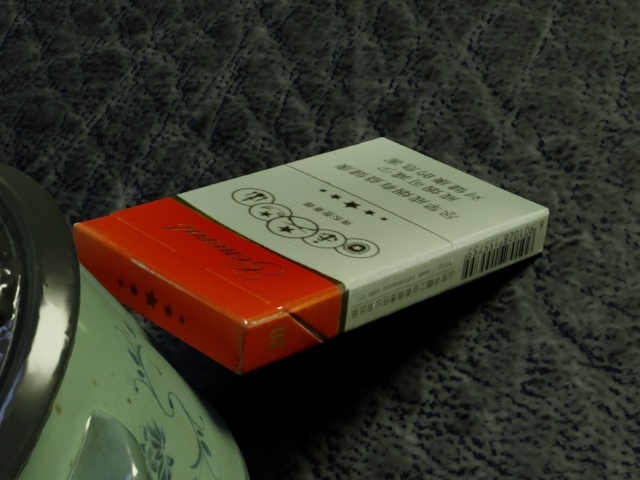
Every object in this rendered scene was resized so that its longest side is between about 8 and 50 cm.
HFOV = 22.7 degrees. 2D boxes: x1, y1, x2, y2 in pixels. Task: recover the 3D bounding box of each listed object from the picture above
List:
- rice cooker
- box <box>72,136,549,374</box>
[{"bbox_3d":[-0.187,0.110,0.740,0.317,0.316,0.264,13,62,31],"label":"rice cooker"},{"bbox_3d":[0.000,0.000,0.878,0.139,0.035,0.245,26,32,36],"label":"box"}]
